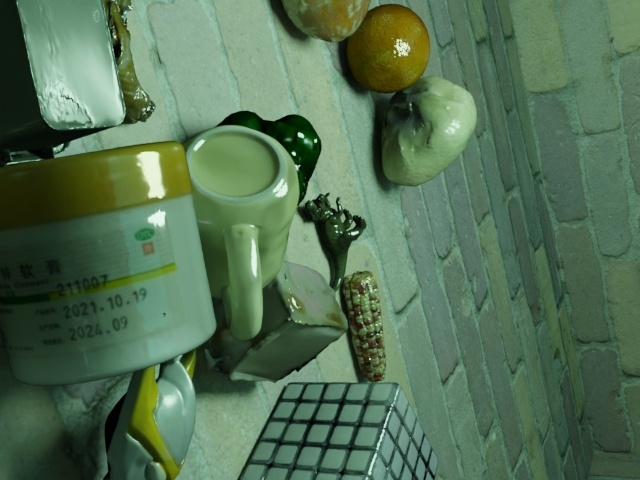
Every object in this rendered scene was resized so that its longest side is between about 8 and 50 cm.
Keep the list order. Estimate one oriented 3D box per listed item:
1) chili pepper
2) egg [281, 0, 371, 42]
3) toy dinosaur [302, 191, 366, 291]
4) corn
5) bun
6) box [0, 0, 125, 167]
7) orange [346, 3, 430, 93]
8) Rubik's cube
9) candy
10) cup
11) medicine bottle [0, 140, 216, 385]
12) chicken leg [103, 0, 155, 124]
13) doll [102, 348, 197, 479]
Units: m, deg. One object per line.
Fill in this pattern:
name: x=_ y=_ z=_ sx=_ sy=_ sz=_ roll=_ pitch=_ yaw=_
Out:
chili pepper: x=-0.088 y=-0.122 z=1.241 sx=0.261 sy=0.174 sz=0.165 roll=131 pitch=-47 yaw=-80
egg: x=0.009 y=-0.499 z=1.461 sx=0.195 sy=0.195 sz=0.233 roll=-50 pitch=123 yaw=-52
toy dinosaur: x=0.000 y=0.000 z=1.517 sx=0.179 sy=0.087 sz=0.187 roll=-48 pitch=117 yaw=-7
corn: x=0.095 y=0.181 z=1.592 sx=0.079 sy=0.080 sz=0.236 roll=-26 pitch=110 yaw=-59
bun: x=0.231 y=-0.262 z=1.758 sx=0.168 sy=0.273 sz=0.272 roll=29 pitch=57 yaw=-27
box: x=-0.330 y=-0.213 z=0.870 sx=0.163 sy=0.135 sz=0.243 roll=-18 pitch=101 yaw=-59
orange: x=0.152 y=-0.428 z=1.690 sx=0.206 sy=0.206 sz=0.205 roll=18 pitch=69 yaw=-58
Rubik's cube: x=0.042 y=0.397 z=1.287 sx=0.237 sy=0.237 sz=0.238 roll=62 pitch=35 yaw=-31
candy: x=-0.078 y=0.129 z=1.188 sx=0.195 sy=0.185 sz=0.137 roll=19 pitch=36 yaw=-58
cup: x=-0.131 y=-0.008 z=1.006 sx=0.202 sy=0.173 sz=0.255 roll=104 pitch=2 yaw=-54
medicine bottle: x=-0.252 y=0.018 z=0.855 sx=0.238 sy=0.238 sz=0.231 roll=-22 pitch=104 yaw=-59
chicken leg: x=-0.279 y=-0.249 z=1.026 sx=0.125 sy=0.081 sz=0.196 roll=-57 pitch=134 yaw=-65
doll: x=-0.222 y=0.266 z=0.910 sx=0.146 sy=0.103 sz=0.316 roll=19 pitch=94 yaw=-54
